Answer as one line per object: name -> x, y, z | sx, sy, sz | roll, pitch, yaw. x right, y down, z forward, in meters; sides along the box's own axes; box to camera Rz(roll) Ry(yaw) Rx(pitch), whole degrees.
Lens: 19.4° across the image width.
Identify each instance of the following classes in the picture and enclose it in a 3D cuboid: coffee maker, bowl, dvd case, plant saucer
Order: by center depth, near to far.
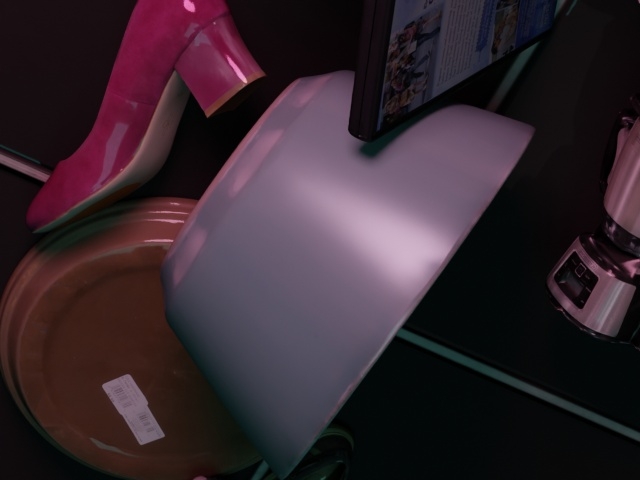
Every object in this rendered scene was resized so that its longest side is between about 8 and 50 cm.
dvd case -> 0.104, -0.186, 1.261 | 0.022, 0.253, 0.180 | 24, 124, 26
bowl -> 0.000, 0.000, 1.348 | 0.163, 0.311, 0.311 | 36, 115, 3
coffee maker -> 0.280, -0.006, 1.426 | 0.171, 0.120, 0.178 | 17, 119, -12
plant saucer -> -0.126, 0.093, 1.518 | 0.277, 0.041, 0.278 | -1, 121, -2

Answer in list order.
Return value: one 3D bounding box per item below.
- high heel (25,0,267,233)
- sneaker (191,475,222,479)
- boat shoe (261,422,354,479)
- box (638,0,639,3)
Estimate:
high heel -> -0.156, -0.104, 1.397 | 0.244, 0.082, 0.117 | -37, 84, 33
sneaker -> -0.113, 0.280, 1.593 | 0.081, 0.080, 0.211 | 7, 130, 2
boat shoe -> -0.023, 0.220, 1.588 | 0.056, 0.049, 0.152 | 24, 117, -15
box -> 0.329, -0.267, 1.248 | 0.087, 0.169, 0.290 | 35, 113, -19
